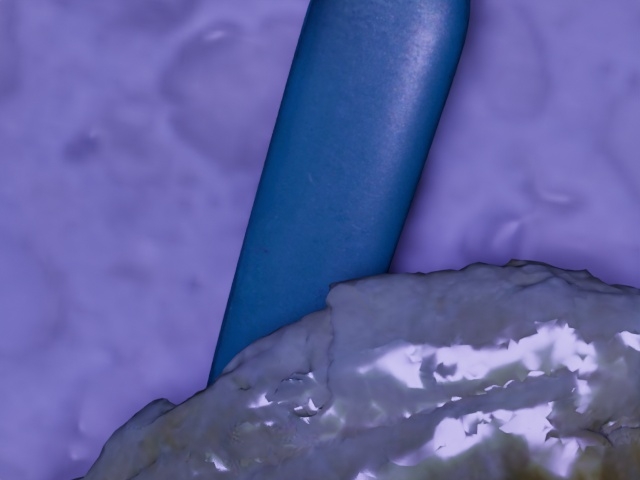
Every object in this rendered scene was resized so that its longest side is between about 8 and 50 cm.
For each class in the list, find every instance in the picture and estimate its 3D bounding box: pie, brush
[{"bbox_3d":[0.037,0.158,0.504,0.306,0.071,0.306,2,107,7],"label":"pie"},{"bbox_3d":[0.000,0.000,0.513,0.043,0.032,0.193,17,114,-1],"label":"brush"}]
